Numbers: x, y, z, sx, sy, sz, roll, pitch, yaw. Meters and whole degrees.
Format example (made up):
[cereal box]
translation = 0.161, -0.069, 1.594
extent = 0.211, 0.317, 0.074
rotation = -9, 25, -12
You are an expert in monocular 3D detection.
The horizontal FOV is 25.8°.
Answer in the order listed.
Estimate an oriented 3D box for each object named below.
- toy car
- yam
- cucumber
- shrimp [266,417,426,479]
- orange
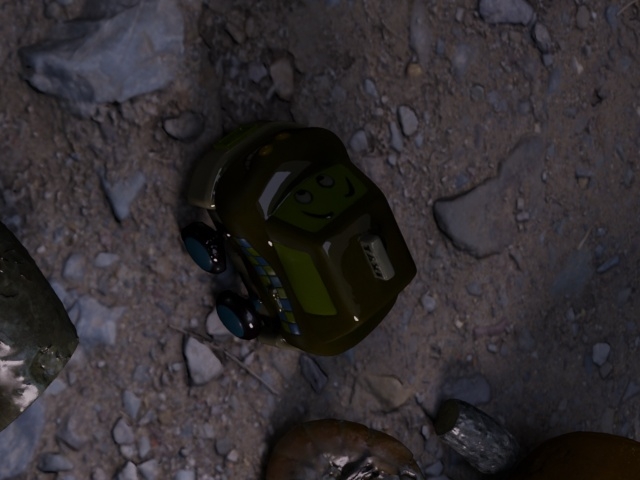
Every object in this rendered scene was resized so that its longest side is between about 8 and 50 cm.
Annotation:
[toy car]
translation = 0.000, 0.000, 1.418
extent = 0.204, 0.198, 0.248
rotation = -38, 116, -28
[yam]
translation = -0.319, 0.047, 1.215
extent = 0.154, 0.154, 0.254
rotation = -47, 118, -24
[cucumber]
translation = 0.185, 0.234, 1.674
extent = 0.112, 0.064, 0.064
rotation = 38, 72, -34
[shrimp]
translation = 0.027, 0.327, 1.516
extent = 0.198, 0.051, 0.262
rotation = 11, 93, 3
[orange]
translation = 0.339, 0.363, 1.682
extent = 0.274, 0.274, 0.274
rotation = -5, 98, -37
